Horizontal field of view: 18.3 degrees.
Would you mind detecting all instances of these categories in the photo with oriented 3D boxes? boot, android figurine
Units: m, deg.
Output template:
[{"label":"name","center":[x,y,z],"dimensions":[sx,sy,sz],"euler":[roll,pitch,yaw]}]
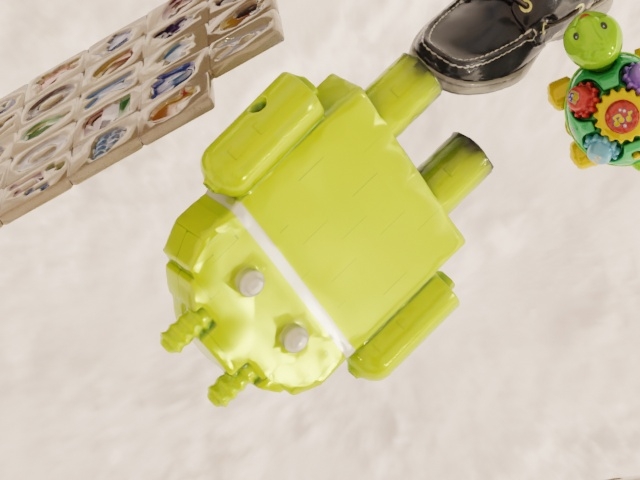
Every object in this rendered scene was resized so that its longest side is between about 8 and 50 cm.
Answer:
[{"label":"boot","center":[0.165,-0.221,1.486],"dimensions":[0.085,0.178,0.236],"euler":[38,46,21]},{"label":"android figurine","center":[0.000,0.000,1.410],"dimensions":[0.273,0.056,0.248],"euler":[-43,126,-12]}]

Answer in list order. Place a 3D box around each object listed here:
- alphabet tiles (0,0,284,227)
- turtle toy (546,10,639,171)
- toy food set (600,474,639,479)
[{"label":"alphabet tiles","center":[-0.180,-0.097,1.491],"dimensions":[0.342,0.285,0.011],"euler":[-29,112,8]},{"label":"turtle toy","center":[0.219,-0.111,1.486],"dimensions":[0.095,0.066,0.130],"euler":[-22,100,9]},{"label":"toy food set","center":[0.136,0.283,1.148],"dimensions":[0.220,0.092,0.306],"euler":[-2,104,-32]}]
